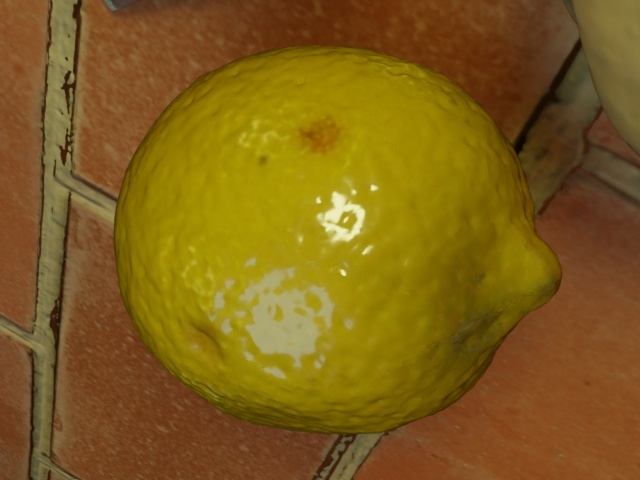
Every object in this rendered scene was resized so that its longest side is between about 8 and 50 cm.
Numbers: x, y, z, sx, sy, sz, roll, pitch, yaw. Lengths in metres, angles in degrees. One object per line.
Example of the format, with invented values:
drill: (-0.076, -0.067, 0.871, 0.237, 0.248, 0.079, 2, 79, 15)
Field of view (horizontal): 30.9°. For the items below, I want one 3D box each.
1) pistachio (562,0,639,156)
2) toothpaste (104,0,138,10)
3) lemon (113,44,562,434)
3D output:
pistachio: (0.164, -0.151, 0.406, 0.187, 0.188, 0.299, 15, 149, 23)
toothpaste: (-0.089, -0.176, 0.692, 0.194, 0.043, 0.067, 1, 137, 46)
lemon: (0.007, -0.001, 0.667, 0.253, 0.228, 0.228, -3, 133, 41)
